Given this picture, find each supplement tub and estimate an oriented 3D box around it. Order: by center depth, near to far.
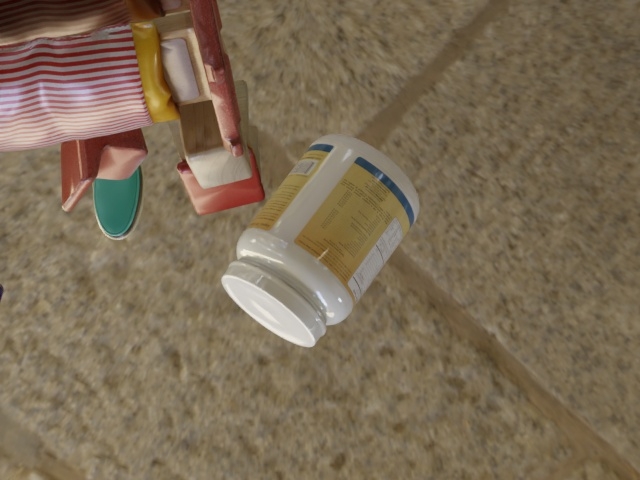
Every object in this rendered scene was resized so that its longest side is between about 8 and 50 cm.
[{"bbox_3d":[0.000,0.000,1.188,0.144,0.144,0.199,40,71,-9],"label":"supplement tub"}]

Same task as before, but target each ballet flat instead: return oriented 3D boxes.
[{"bbox_3d":[-0.299,-0.126,1.655,0.086,0.086,0.248,-3,92,0],"label":"ballet flat"}]

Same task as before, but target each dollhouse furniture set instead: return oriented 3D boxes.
[{"bbox_3d":[-0.153,-0.080,0.822,0.201,0.374,0.152,-12,68,-1],"label":"dollhouse furniture set"}]

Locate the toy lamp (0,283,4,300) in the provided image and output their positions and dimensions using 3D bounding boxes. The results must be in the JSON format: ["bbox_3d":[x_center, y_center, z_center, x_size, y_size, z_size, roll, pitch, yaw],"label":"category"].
[{"bbox_3d":[-0.403,0.023,0.906,0.275,0.080,0.080,18,102,-13],"label":"toy lamp"}]
